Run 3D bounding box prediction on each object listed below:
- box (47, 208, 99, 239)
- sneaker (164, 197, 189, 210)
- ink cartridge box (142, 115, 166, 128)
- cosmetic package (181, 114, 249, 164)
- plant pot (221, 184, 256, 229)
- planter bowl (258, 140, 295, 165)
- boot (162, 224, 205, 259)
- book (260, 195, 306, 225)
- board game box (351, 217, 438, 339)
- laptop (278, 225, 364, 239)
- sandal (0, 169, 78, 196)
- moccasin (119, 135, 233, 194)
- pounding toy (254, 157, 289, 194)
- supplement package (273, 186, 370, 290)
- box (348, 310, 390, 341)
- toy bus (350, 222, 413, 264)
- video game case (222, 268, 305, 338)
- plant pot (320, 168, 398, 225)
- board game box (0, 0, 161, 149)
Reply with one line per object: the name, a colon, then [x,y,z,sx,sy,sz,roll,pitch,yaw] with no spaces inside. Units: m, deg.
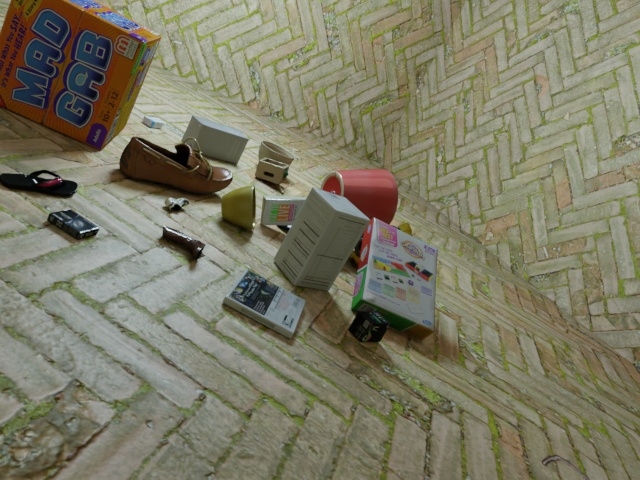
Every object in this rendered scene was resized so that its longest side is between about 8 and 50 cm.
box: [-0.531,-0.035,1.199,0.083,0.018,0.067,32,17,8]
sneaker: [-0.402,-0.098,1.574,0.037,0.032,0.083,51,29,19]
ink cartridge box: [-0.658,-0.467,2.209,0.048,0.028,0.083,34,18,17]
cosmetic package: [-0.421,-0.401,2.235,0.238,0.127,0.107,13,23,-46]
plant pot: [-0.247,-0.100,1.681,0.095,0.134,0.134,0,20,-2]
planter bowl: [-0.209,-0.355,2.462,0.162,0.109,0.162,26,17,-8]
boot: [-0.341,0.002,1.359,0.114,0.037,0.106,29,4,-10]
book: [-0.119,-0.096,1.819,0.144,0.096,0.035,-1,28,-21]
board game box: [0.229,0.108,1.657,0.242,0.064,0.316,25,48,-13]
laptop: [0.014,-0.022,1.951,0.234,0.136,0.264,22,39,24]
sandal: [-0.639,-0.138,1.283,0.067,0.040,0.179,39,20,30]
moccasin: [-0.427,-0.240,1.726,0.380,0.147,0.139,12,24,-43]
pounding toy: [-0.190,-0.268,2.301,0.141,0.100,0.130,19,16,4]
supplement package: [0.000,0.000,1.550,0.139,0.244,0.134,14,23,-42]
box: [0.126,0.221,1.429,0.083,0.062,0.052,11,24,-46]
toy bus: [0.233,0.069,1.882,0.211,0.220,0.149,67,16,9]
video game case: [-0.127,0.145,1.318,0.173,0.022,0.190,29,18,-2]
plant pot: [0.143,-0.171,2.280,0.243,0.275,0.275,5,27,-30]
board game box: [-0.755,-0.554,1.746,0.356,0.356,0.356,24,18,-16]
